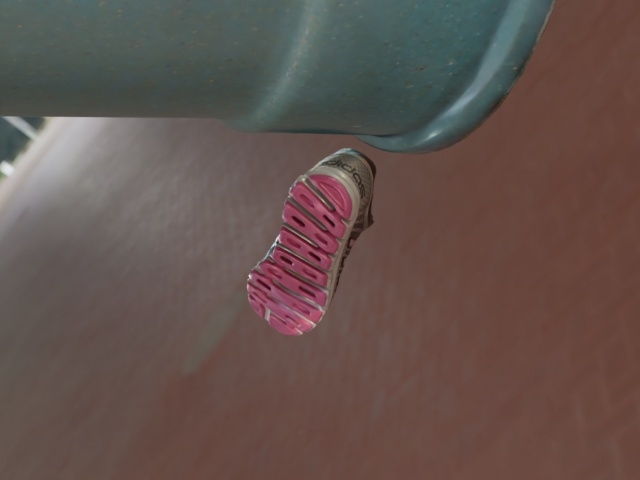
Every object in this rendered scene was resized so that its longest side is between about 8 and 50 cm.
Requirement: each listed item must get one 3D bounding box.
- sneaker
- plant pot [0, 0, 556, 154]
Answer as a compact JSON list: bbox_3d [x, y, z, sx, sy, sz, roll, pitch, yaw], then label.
[{"bbox_3d":[0.000,0.000,0.903,0.075,0.063,0.170,-48,-15,-44],"label":"sneaker"},{"bbox_3d":[-0.124,-0.187,0.502,0.341,0.334,0.341,173,90,-70],"label":"plant pot"}]
